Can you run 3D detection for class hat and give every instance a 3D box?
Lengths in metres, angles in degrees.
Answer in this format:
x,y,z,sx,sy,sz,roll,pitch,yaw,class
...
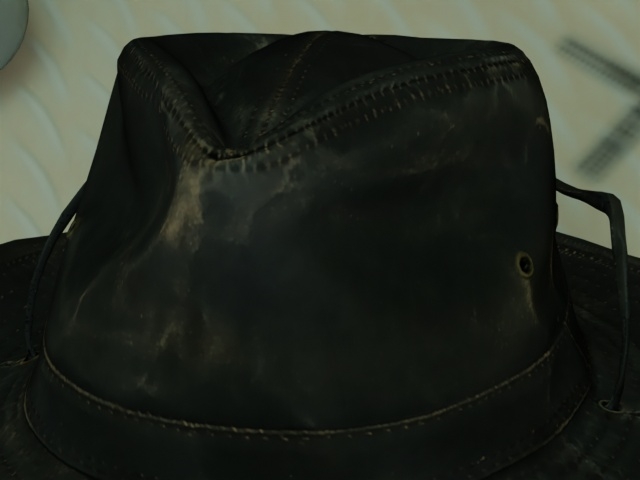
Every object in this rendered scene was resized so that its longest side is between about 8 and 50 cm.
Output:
x,y,z,sx,sy,sz,roll,pitch,yaw,class
0.000,0.000,0.562,0.331,0.134,0.331,1,24,-1,hat

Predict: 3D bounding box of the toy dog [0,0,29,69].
x,y,z,sx,sy,sz,roll,pitch,yaw,class
-0.211,-0.239,0.841,0.220,0.161,0.334,-40,58,-12,toy dog
